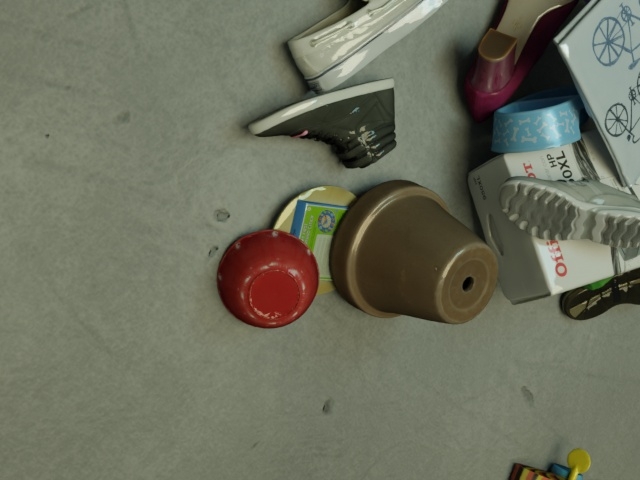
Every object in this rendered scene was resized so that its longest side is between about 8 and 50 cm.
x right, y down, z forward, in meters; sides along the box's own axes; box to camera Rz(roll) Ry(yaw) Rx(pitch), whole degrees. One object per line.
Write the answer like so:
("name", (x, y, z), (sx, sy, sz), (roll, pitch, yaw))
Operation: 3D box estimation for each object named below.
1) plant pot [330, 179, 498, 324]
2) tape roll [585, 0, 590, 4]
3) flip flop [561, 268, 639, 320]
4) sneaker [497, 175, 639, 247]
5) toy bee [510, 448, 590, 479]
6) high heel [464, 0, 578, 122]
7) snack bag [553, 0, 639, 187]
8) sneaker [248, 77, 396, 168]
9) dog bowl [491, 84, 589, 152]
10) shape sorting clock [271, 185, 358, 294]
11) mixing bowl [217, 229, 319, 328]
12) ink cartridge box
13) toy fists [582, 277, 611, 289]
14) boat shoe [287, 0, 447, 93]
("plant pot", (0.189, 0.042, 1.462), (0.263, 0.229, 0.262), (-15, 115, -34))
("tape roll", (0.570, -0.582, 1.594), (0.275, 0.090, 0.274), (13, 71, -40))
("flip flop", (0.664, 0.103, 1.843), (0.277, 0.080, 0.112), (-19, 113, -8))
("sneaker", (0.452, -0.063, 1.470), (0.282, 0.115, 0.105), (15, 130, -5))
("toy bee", (0.582, 0.564, 1.831), (0.299, 0.162, 0.195), (-3, 99, -27))
("high heel", (0.401, -0.403, 1.619), (0.377, 0.127, 0.181), (-44, 156, -24))
("snack bag", (0.591, -0.324, 1.520), (0.323, 0.037, 0.342), (-47, 118, -20))
("sneaker", (0.021, -0.184, 1.424), (0.296, 0.105, 0.146), (-20, 103, -28))
("dog bowl", (0.437, -0.238, 1.568), (0.297, 0.166, 0.074), (-29, 113, -47))
("shape sorting clock", (0.000, 0.000, 1.484), (0.206, 0.040, 0.206), (-12, 113, -30))
("mixing bowl", (-0.084, 0.078, 1.393), (0.182, 0.098, 0.181), (-2, 103, -9))
("ink cartridge box", (0.530, -0.064, 1.613), (0.395, 0.166, 0.285), (-16, 84, -17))
("toy fists", (0.628, -0.027, 1.785), (0.279, 0.096, 0.142), (-40, 120, -17))
("boat shoe", (0.090, -0.423, 1.415), (0.367, 0.136, 0.156), (-38, 112, -6))
